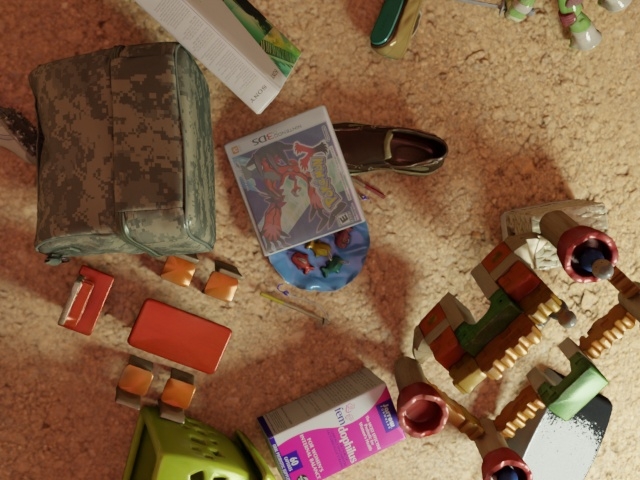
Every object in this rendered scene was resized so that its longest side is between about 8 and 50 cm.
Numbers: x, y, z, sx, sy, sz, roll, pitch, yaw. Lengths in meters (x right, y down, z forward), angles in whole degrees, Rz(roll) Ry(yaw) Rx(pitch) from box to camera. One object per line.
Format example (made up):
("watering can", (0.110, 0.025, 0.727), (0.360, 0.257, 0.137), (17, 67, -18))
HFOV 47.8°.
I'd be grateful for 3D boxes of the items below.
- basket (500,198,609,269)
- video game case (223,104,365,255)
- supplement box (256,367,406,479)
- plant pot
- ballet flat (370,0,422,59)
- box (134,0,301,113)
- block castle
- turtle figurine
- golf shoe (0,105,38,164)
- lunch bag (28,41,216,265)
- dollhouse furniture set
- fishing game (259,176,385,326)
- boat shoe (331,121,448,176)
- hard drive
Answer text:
("basket", (0.431, -0.010, 1.322), (0.167, 0.103, 0.113), (-10, 97, -12))
("video game case", (-0.044, -0.096, 1.192), (0.183, 0.023, 0.201), (-19, 94, 13))
("supplement box", (0.018, 0.323, 1.249), (0.220, 0.114, 0.111), (-24, 99, -12))
("plant pot", (-0.199, 0.414, 1.150), (0.207, 0.228, 0.227), (15, 91, -21))
("ballet flat", (0.152, -0.422, 1.242), (0.073, 0.080, 0.232), (22, 93, -43))
("box", (-0.173, -0.348, 1.080), (0.322, 0.232, 0.058), (43, 115, -15))
("block castle", (0.361, 0.199, 1.207), (0.303, 0.213, 0.453), (39, 104, -17))
("turtle figurine", (0.404, -0.474, 1.275), (0.266, 0.274, 0.198), (34, 63, -34))
("golf shoe", (-0.502, -0.172, 1.108), (0.086, 0.069, 0.176), (-40, 101, 13))
("lunch bag", (-0.296, -0.125, 1.060), (0.255, 0.212, 0.305), (-5, 81, 2))
("dollhouse furniture set", (-0.272, 0.134, 1.145), (0.259, 0.135, 0.262), (22, 90, -15))
("fishing game", (0.000, 0.000, 1.250), (0.189, 0.041, 0.264), (29, 85, -14))
("boat shoe", (0.095, -0.161, 1.224), (0.257, 0.095, 0.095), (-1, 84, -16))
("hard drive", (0.452, 0.393, 1.391), (0.172, 0.054, 0.255), (27, 88, -15))
